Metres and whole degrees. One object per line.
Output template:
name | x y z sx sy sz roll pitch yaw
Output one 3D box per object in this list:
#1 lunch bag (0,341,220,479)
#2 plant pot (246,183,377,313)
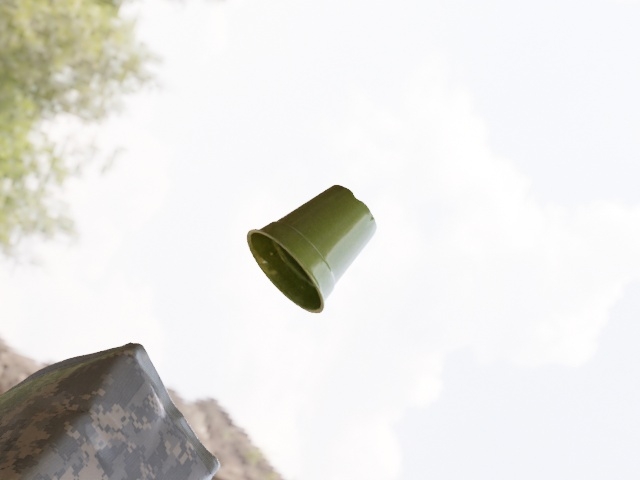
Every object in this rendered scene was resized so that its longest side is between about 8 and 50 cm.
lunch bag | -0.270 0.233 1.309 0.287 0.169 0.235 -17 -158 35
plant pot | 0.000 0.000 1.211 0.079 0.083 0.083 -41 -167 -20
